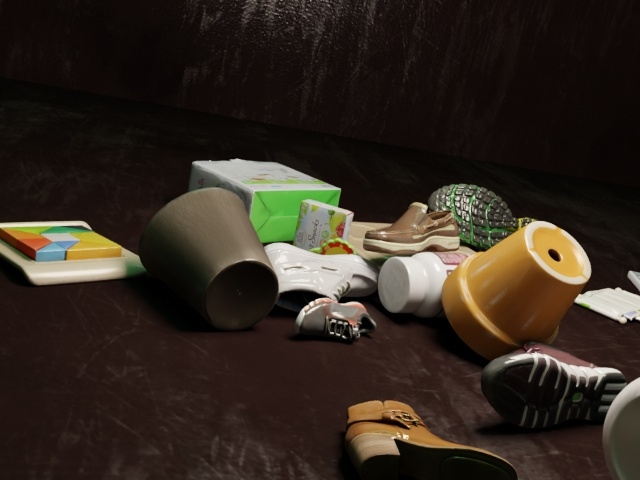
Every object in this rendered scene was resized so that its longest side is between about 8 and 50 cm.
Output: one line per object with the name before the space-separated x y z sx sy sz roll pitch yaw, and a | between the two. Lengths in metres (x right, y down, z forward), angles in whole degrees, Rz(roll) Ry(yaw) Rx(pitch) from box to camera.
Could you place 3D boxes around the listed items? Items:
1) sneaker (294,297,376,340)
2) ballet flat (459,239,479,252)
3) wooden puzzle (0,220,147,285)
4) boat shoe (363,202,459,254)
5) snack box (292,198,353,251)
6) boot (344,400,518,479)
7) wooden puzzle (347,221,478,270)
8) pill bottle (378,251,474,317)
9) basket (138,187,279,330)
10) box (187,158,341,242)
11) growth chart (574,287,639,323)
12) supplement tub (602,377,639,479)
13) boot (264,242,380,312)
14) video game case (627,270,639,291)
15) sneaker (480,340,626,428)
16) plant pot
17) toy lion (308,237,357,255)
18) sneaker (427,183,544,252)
sneaker | 0.030 0.132 1.345 0.158 0.061 0.065 -3 28 -41
ballet flat | 0.363 0.001 2.029 0.250 0.058 0.084 6 16 -18
wooden puzzle | -0.449 0.010 1.447 0.221 0.044 0.239 -3 22 -43
boat shoe | 0.172 -0.025 1.590 0.095 0.095 0.258 6 6 40
snack box | 0.000 0.000 1.622 0.100 0.141 0.037 18 18 21
boot | 0.126 0.245 1.003 0.197 0.072 0.152 12 12 -8
wooden puzzle | 0.179 0.033 1.771 0.322 0.080 0.348 3 13 -30
pill bottle | 0.224 0.082 1.534 0.221 0.121 0.121 2 18 -30
basket | -0.169 0.035 1.359 0.204 0.154 0.227 -33 38 -11
box | -0.131 -0.095 1.883 0.262 0.126 0.231 -5 22 -45
growth chart | 0.667 0.142 1.828 0.237 0.021 0.172 -2 21 -40
supplement tub | 0.504 0.245 1.044 0.272 0.191 0.191 -2 21 -40
boot | 0.011 0.087 1.466 0.258 0.095 0.123 11 38 -30
video game case | 0.853 0.126 2.014 0.173 0.022 0.190 13 16 2
sneaker | 0.309 0.204 1.247 0.281 0.106 0.162 14 7 -33
plant pot | 0.336 0.074 1.381 0.205 0.188 0.205 18 44 -18
toy lion | 0.016 0.040 1.578 0.100 0.096 0.034 12 16 4
sneaker | 0.382 -0.012 1.914 0.344 0.134 0.146 27 -24 -19
